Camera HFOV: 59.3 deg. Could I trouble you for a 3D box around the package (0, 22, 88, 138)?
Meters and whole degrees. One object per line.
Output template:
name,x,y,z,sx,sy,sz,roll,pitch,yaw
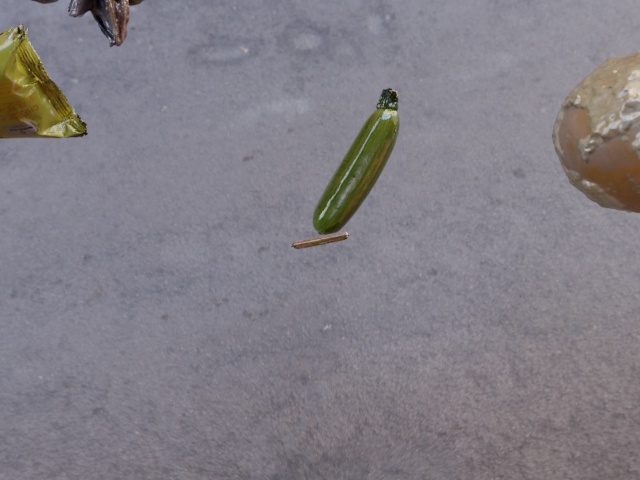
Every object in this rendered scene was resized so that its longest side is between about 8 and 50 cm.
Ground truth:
package,-0.424,-0.187,0.696,0.226,0.168,0.090,1,55,8

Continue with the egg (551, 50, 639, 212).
egg,0.411,-0.131,0.700,0.245,0.203,0.204,7,60,-19

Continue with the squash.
squash,0.065,-0.116,0.891,0.066,0.066,0.252,34,102,18

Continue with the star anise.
star anise,-0.357,-0.405,0.856,0.229,0.093,0.236,-35,87,-38

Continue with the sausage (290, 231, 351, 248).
sausage,0.000,0.000,0.892,0.100,0.015,0.015,-11,61,14
